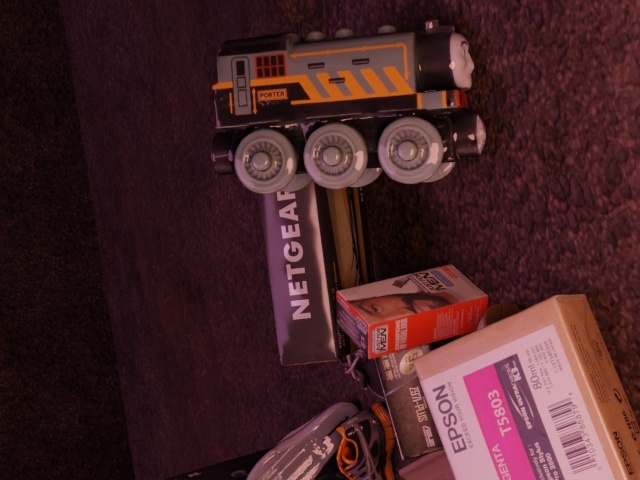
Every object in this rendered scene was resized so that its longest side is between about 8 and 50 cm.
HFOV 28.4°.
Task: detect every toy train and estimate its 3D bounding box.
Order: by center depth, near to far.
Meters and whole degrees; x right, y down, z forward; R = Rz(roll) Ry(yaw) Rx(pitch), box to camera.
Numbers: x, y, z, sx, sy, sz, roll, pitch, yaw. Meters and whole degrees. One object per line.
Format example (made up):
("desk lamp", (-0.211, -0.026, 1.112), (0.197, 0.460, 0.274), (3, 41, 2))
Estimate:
("toy train", (0.025, -0.156, 1.490), (0.142, 0.334, 0.190), (-15, -79, -73))

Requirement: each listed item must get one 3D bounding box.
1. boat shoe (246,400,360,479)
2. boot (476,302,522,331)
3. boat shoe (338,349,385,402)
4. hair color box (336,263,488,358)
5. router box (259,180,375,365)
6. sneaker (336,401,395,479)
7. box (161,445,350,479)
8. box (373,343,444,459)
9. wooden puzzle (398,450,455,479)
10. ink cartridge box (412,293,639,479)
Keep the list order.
("boat shoe", (-0.027, 0.346, 2.040), (0.083, 0.226, 0.076), (55, 169, 0))
("boot", (0.220, 0.201, 1.507), (0.165, 0.077, 0.213), (119, 138, -59))
("boat shoe", (0.033, 0.139, 1.903), (0.335, 0.096, 0.112), (-125, 30, -43))
("hair color box", (0.113, 0.086, 1.574), (0.093, 0.167, 0.053), (-135, 38, -53))
("router box", (0.000, 0.000, 1.708), (0.243, 0.081, 0.308), (-10, -87, -73))
("sneaker", (0.066, 0.349, 1.971), (0.084, 0.083, 0.214), (42, 142, 53))
("box", (-0.129, 0.513, 2.123), (0.293, 0.396, 0.212), (-166, 65, -65))
("box", (0.123, 0.201, 1.664), (0.180, 0.078, 0.147), (60, -165, -85))
("wooden puzzle", (0.203, 0.399, 1.725), (0.238, 0.044, 0.221), (66, 156, 13))
("ink cartridge box", (0.229, 0.199, 1.348), (0.193, 0.088, 0.234), (-29, 73, 31))
